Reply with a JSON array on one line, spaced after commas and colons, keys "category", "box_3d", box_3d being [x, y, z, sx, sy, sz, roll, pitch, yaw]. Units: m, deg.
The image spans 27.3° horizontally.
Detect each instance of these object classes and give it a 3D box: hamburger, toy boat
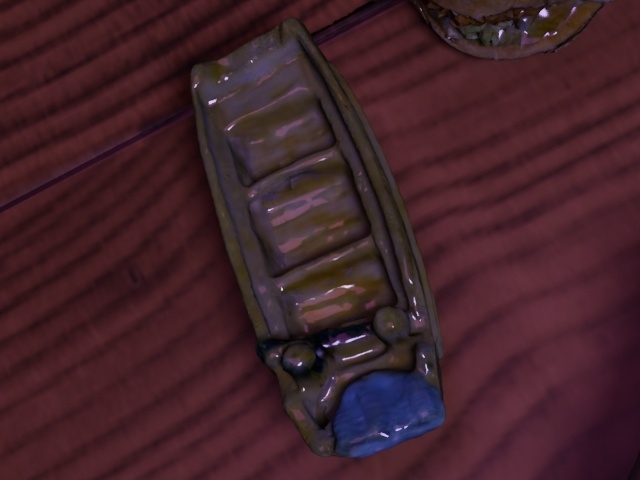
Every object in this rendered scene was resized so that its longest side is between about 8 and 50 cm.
[{"category": "hamburger", "box_3d": [0.124, -0.197, 0.821, 0.185, 0.113, 0.177, 35, 77, 13]}, {"category": "toy boat", "box_3d": [0.002, 0.003, 0.796, 0.111, 0.084, 0.276, -24, 66, 7]}]

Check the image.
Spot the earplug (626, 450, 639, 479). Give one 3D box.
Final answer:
[{"category": "earplug", "box_3d": [0.208, 0.167, 0.662, 0.172, 0.172, 0.301, 26, 86, 19]}]
